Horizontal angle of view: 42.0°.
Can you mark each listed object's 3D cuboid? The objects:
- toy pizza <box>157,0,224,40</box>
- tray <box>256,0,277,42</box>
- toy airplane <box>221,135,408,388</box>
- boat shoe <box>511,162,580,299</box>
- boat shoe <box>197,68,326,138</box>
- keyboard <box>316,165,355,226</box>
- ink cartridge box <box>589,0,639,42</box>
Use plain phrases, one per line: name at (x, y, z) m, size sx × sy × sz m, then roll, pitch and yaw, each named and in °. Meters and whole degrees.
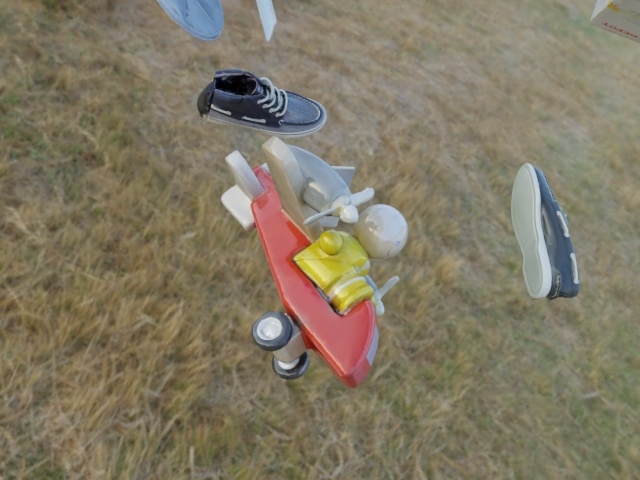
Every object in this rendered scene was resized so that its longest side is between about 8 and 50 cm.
toy pizza at (-0.235, -0.415, 1.373) m, size 0.201 × 0.032 × 0.201 m, roll 42°, pitch 33°, yaw -36°
tray at (-0.116, -0.487, 1.623) m, size 0.030 × 0.145 × 0.270 m, roll -15°, pitch 27°, yaw 0°
toy airplane at (0.000, 0.000, 1.319) m, size 0.386 × 0.272 × 0.384 m, roll -102°, pitch 172°, yaw -77°
boat shoe at (0.455, -0.018, 1.688) m, size 0.091 × 0.114 × 0.302 m, roll 5°, pitch 65°, yaw -11°
boat shoe at (-0.134, -0.348, 2.119) m, size 0.341 × 0.158 × 0.127 m, roll 2°, pitch 75°, yaw -16°
keyboard at (0.020, -0.093, 1.842) m, size 0.072 × 0.256 × 0.014 m, roll -3°, pitch 63°, yaw -11°
ink cartridge box at (0.559, -0.416, 1.295) m, size 0.171 × 0.168 × 0.232 m, roll 22°, pitch -3°, yaw -1°
